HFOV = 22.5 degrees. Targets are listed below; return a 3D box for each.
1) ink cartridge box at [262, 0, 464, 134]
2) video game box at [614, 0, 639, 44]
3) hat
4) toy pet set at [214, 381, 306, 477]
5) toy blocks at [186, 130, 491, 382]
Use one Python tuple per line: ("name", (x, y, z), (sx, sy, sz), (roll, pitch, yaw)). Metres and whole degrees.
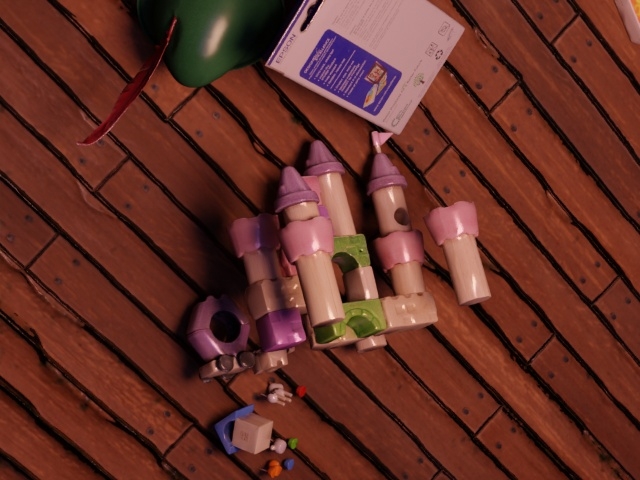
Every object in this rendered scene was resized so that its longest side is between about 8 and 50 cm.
("ink cartridge box", (0.042, -0.244, 1.914), (0.165, 0.065, 0.332), (-57, 150, 7))
("video game box", (0.464, -0.396, 2.163), (0.187, 0.048, 0.205), (-34, 116, -9))
("hat", (-0.144, -0.201, 1.835), (0.173, 0.184, 0.208), (24, 133, -14))
("toy pet set", (-0.083, 0.248, 2.114), (0.114, 0.065, 0.122), (-16, 120, -57))
("toy blocks", (0.000, 0.000, 2.004), (0.288, 0.309, 0.260), (-7, 76, -35))
